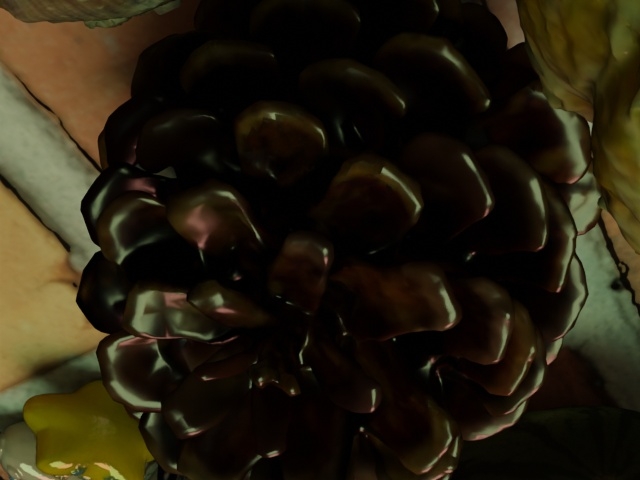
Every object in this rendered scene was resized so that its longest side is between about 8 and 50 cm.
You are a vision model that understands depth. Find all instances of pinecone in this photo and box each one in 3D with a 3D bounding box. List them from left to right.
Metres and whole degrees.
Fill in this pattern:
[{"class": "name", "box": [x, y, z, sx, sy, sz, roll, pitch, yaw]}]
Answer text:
[{"class": "pinecone", "box": [0.000, 0.003, 0.522, 0.246, 0.292, 0.246, 5, 112, 11]}]

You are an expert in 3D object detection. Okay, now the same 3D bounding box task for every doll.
[{"class": "doll", "box": [-0.173, 0.130, 0.766, 0.135, 0.072, 0.113, 12, 149, -17]}]

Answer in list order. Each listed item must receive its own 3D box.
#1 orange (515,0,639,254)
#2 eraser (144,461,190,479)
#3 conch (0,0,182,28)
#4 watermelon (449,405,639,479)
[{"class": "orange", "box": [0.179, -0.143, 0.425, 0.271, 0.210, 0.369, -4, 109, -57]}, {"class": "eraser", "box": [-0.038, 0.154, 0.768, 0.086, 0.130, 0.287, 18, 129, -26]}, {"class": "conch", "box": [-0.051, -0.158, 0.417, 0.245, 0.163, 0.178, 14, 105, 2]}, {"class": "watermelon", "box": [0.179, 0.277, 0.838, 0.278, 0.279, 0.359, -12, 130, -2]}]
